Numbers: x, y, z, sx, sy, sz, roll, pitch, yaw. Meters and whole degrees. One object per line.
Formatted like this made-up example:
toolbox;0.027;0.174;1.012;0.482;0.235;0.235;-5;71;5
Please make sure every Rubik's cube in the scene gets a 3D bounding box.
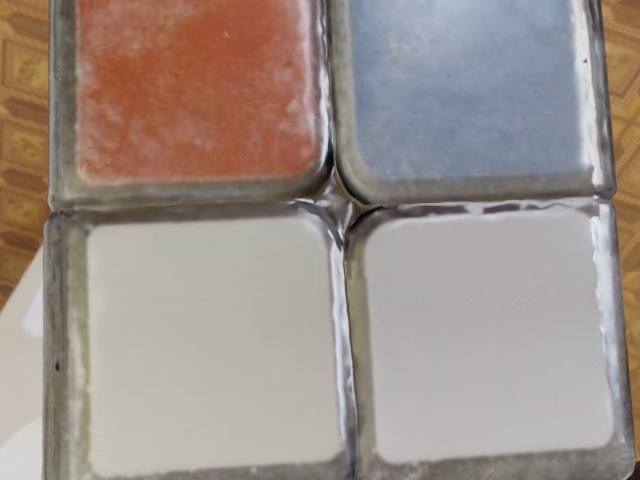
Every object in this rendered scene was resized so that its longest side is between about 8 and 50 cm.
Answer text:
Rubik's cube;0.000;0.000;0.596;0.313;0.316;0.318;-2;171;-4

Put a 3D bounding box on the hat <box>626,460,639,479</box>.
hat;0.269;0.285;0.705;0.336;0.209;0.238;0;172;-3
